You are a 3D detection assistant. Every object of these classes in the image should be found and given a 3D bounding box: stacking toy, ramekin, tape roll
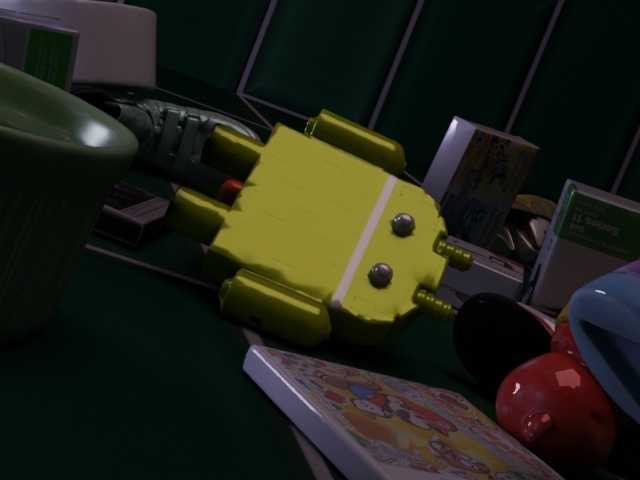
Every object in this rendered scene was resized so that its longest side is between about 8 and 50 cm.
[{"bbox_3d":[0.261,0.151,1.009,0.279,0.130,0.309,51,-18,12],"label":"stacking toy"},{"bbox_3d":[-0.287,-0.050,0.922,0.303,0.148,0.303,21,9,-4],"label":"ramekin"},{"bbox_3d":[-0.347,-0.239,1.723,0.286,0.100,0.286,2,3,0],"label":"tape roll"}]

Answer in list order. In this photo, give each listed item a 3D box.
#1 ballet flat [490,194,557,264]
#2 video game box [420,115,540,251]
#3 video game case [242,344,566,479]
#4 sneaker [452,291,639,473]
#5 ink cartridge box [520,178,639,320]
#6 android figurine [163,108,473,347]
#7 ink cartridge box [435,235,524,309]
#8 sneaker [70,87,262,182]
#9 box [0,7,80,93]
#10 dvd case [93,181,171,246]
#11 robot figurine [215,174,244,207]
[{"bbox_3d":[0.294,-0.017,2.228,0.348,0.123,0.123,12,13,-48],"label":"ballet flat"},{"bbox_3d":[0.204,-0.059,1.924,0.048,0.205,0.187,32,14,32],"label":"video game box"},{"bbox_3d":[0.076,0.147,1.007,0.206,0.026,0.227,16,11,-31],"label":"video game case"},{"bbox_3d":[0.255,0.139,1.282,0.270,0.090,0.145,30,10,34],"label":"sneaker"},{"bbox_3d":[0.255,0.053,1.395,0.086,0.208,0.153,19,8,5],"label":"ink cartridge box"},{"bbox_3d":[0.004,-0.008,1.257,0.272,0.056,0.248,25,54,4],"label":"android figurine"},{"bbox_3d":[0.193,0.048,1.717,0.109,0.063,0.150,23,9,5],"label":"ink cartridge box"},{"bbox_3d":[-0.202,-0.127,1.713,0.255,0.094,0.151,12,3,2],"label":"sneaker"},{"bbox_3d":[-0.377,-0.179,1.405,0.231,0.127,0.262,9,9,-15],"label":"box"},{"bbox_3d":[-0.268,-0.058,1.385,0.238,0.030,0.179,23,9,3],"label":"dvd case"},{"bbox_3d":[0.000,0.001,1.360,0.219,0.128,0.158,20,-13,-3],"label":"robot figurine"}]
